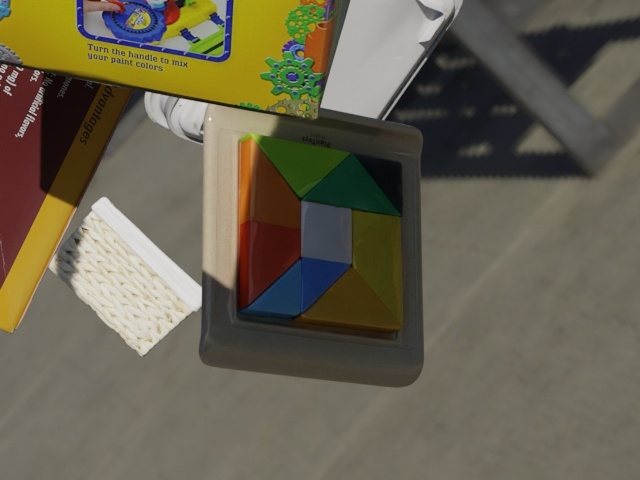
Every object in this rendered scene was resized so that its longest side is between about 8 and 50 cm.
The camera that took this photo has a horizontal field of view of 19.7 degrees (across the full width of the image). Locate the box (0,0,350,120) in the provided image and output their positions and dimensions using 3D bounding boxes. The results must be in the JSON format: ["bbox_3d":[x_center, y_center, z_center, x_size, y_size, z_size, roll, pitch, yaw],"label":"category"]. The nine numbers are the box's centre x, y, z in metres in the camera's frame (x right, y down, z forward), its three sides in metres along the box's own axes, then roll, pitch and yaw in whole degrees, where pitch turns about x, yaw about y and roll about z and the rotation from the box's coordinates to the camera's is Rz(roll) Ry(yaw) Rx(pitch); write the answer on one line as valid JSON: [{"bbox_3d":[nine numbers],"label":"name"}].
[{"bbox_3d":[-0.048,-0.261,0.808,0.279,0.177,0.290,96,-174,-48],"label":"box"}]

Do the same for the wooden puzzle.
[{"bbox_3d":[0.000,0.000,1.603,0.044,0.221,0.239,-17,67,58],"label":"wooden puzzle"}]

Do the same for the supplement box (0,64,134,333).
[{"bbox_3d":[-0.227,-0.082,0.993,0.129,0.194,0.191,14,76,54],"label":"supplement box"}]

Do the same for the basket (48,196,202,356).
[{"bbox_3d":[-0.217,0.044,2.070,0.103,0.167,0.113,-47,2,-4],"label":"basket"}]

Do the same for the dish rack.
[{"bbox_3d":[-0.009,-0.207,2.058,0.333,0.285,0.072,-55,36,27],"label":"dish rack"}]
